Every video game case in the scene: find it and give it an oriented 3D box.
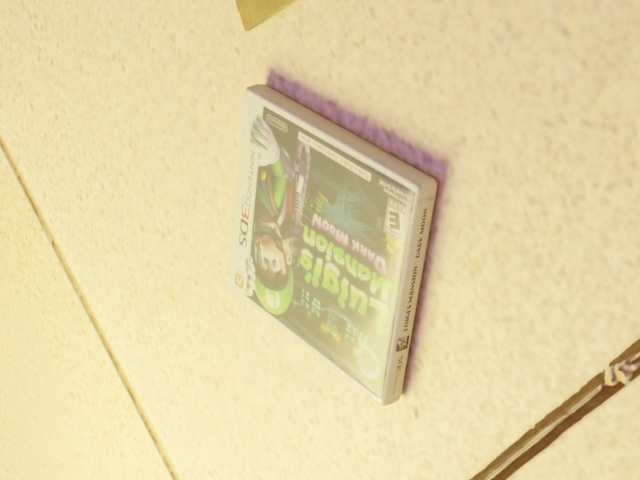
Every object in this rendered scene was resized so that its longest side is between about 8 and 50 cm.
[{"bbox_3d":[0.000,0.000,0.833,0.190,0.022,0.173,33,127,41],"label":"video game case"}]

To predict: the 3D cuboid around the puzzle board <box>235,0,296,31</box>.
[{"bbox_3d":[-0.043,-0.224,0.817,0.096,0.011,0.128,-19,88,52],"label":"puzzle board"}]
